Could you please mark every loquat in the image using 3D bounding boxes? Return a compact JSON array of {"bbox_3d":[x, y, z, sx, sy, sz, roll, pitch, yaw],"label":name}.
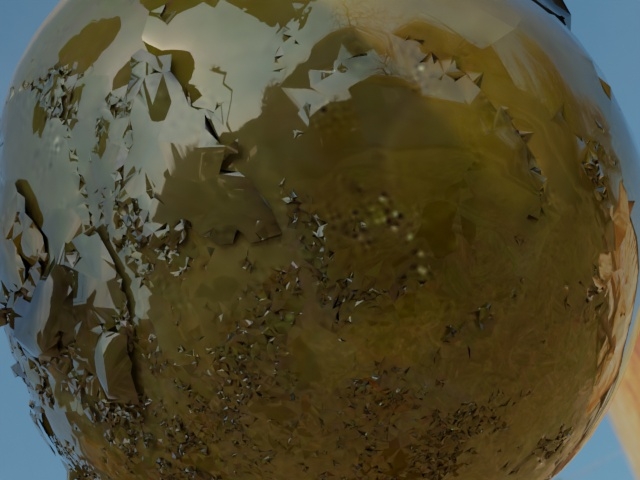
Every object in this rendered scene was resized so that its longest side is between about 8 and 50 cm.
[{"bbox_3d":[0.000,0.000,0.490,0.235,0.235,0.235,-13,-39,-11],"label":"loquat"}]
